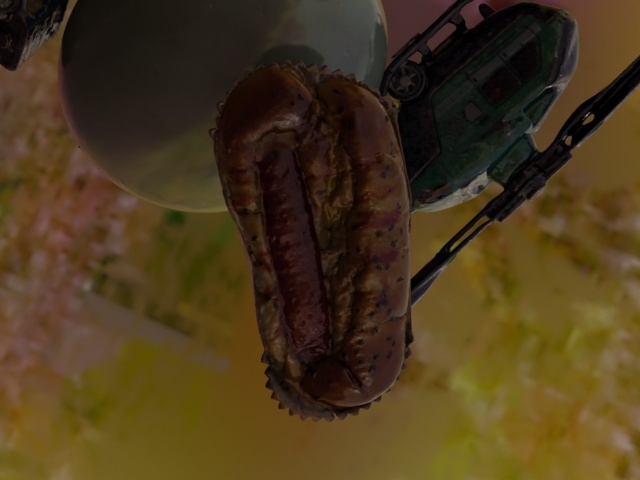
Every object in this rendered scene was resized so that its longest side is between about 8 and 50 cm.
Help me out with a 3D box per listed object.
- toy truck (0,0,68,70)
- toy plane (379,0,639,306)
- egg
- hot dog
[{"bbox_3d":[-0.299,-0.229,1.562,0.088,0.201,0.074,-44,169,-40],"label":"toy truck"},{"bbox_3d":[0.099,-0.065,1.504,0.381,0.155,0.106,-42,166,-5],"label":"toy plane"},{"bbox_3d":[-0.076,-0.138,1.480,0.371,0.230,0.230,-8,-127,63],"label":"egg"},{"bbox_3d":[0.000,0.000,1.295,0.069,0.131,0.253,-92,175,-78],"label":"hot dog"}]
